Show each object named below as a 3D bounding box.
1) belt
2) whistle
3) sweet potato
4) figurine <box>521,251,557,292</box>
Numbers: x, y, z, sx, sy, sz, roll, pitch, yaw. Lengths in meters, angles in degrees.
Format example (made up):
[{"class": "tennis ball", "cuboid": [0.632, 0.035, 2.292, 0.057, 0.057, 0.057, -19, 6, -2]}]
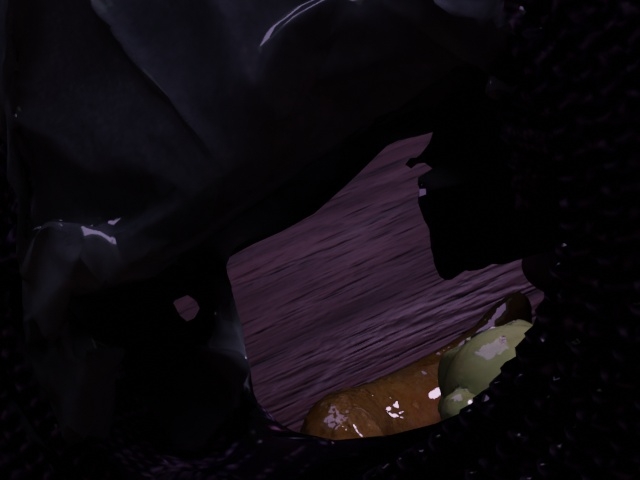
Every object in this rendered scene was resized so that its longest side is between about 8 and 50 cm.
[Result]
[{"class": "belt", "cuboid": [0.000, 0.000, 0.479, 0.324, 0.260, 0.122, -27, -8, 31]}, {"class": "whistle", "cuboid": [0.131, 0.104, 1.082, 0.105, 0.085, 0.227, -24, -4, 0]}, {"class": "sweet potato", "cuboid": [0.063, 0.144, 1.211, 0.310, 0.098, 0.124, -28, -12, -45]}, {"class": "figurine", "cuboid": [0.278, 0.018, 1.108, 0.218, 0.206, 0.365, -50, 12, 18]}]
